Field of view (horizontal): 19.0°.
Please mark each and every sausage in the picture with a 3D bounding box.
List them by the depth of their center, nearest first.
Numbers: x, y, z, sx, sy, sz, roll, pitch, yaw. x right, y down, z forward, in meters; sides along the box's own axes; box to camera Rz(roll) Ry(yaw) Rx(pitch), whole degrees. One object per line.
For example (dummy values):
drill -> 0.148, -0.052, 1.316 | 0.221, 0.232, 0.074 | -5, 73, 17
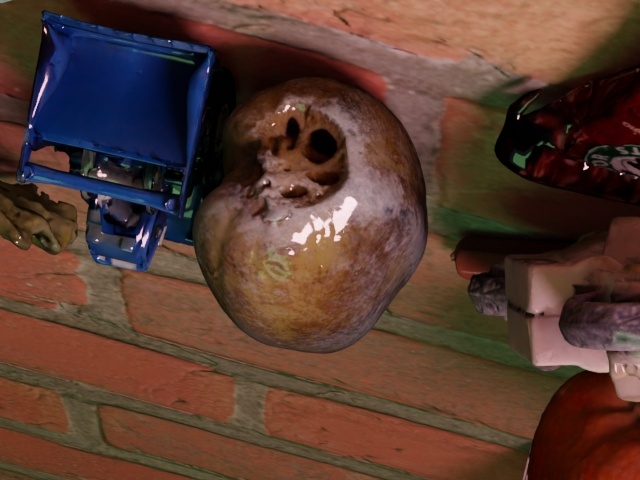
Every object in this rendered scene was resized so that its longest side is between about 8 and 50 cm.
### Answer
sausage -> 0.160, 0.016, 1.343 | 0.147, 0.030, 0.035 | 3, 156, 30

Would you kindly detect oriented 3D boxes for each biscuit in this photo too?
biscuit -> 0.208, -0.058, 1.073 | 0.151, 0.063, 0.235 | 23, 166, -17

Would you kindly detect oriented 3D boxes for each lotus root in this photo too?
lotus root -> 0.000, 0.000, 1.249 | 0.140, 0.158, 0.322 | 12, 166, 5

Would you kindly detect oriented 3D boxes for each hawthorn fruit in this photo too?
hawthorn fruit -> 0.245, 0.202, 1.280 | 0.210, 0.210, 0.262 | 7, 125, 22

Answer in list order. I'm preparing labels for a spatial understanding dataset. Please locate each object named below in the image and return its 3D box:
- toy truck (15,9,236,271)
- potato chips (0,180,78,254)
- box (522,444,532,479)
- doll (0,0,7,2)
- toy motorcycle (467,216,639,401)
toy truck -> -0.121, -0.058, 1.222 | 0.113, 0.126, 0.208 | 12, 158, 9
potato chips -> -0.374, -0.083, 1.365 | 0.389, 0.097, 0.373 | 7, 158, 33
box -> 0.215, 0.275, 1.820 | 0.051, 0.129, 0.130 | 11, 159, 15
doll -> -0.243, -0.178, 1.084 | 0.158, 0.059, 0.159 | 14, 173, -22
toy motorcycle -> 0.218, 0.036, 1.159 | 0.222, 0.108, 0.340 | -2, -177, -4
